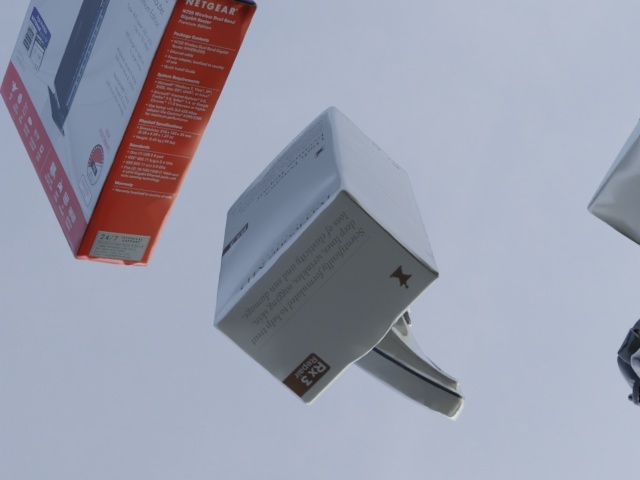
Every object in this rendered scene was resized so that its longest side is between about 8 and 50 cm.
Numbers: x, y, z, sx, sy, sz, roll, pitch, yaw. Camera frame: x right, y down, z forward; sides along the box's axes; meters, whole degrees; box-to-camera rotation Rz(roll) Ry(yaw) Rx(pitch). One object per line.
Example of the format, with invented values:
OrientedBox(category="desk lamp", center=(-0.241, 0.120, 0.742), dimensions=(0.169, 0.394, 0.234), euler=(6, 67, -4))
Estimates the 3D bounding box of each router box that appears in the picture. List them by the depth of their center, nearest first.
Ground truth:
OrientedBox(category="router box", center=(-0.210, -0.191, 1.418), dimensions=(0.082, 0.301, 0.335), euler=(8, -150, -33))

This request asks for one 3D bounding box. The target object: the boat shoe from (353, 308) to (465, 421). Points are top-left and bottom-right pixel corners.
OrientedBox(category="boat shoe", center=(0.039, 0.067, 1.295), dimensions=(0.258, 0.095, 0.084), euler=(36, -90, 16))

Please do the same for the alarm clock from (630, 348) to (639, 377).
OrientedBox(category="alarm clock", center=(0.176, 0.062, 0.531), dimensions=(0.064, 0.129, 0.192), euler=(-49, -51, 4))

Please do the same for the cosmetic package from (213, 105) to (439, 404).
OrientedBox(category="cosmetic package", center=(0.000, 0.000, 0.903), dimensions=(0.085, 0.231, 0.117), euler=(41, -79, -12))

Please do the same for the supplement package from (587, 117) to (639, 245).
OrientedBox(category="supplement package", center=(0.319, -0.067, 0.923), dimensions=(0.194, 0.149, 0.203), euler=(33, -138, 7))

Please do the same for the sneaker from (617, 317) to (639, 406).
OrientedBox(category="sneaker", center=(0.256, 0.109, 0.903), dimensions=(0.146, 0.293, 0.102), euler=(35, -79, 11))
